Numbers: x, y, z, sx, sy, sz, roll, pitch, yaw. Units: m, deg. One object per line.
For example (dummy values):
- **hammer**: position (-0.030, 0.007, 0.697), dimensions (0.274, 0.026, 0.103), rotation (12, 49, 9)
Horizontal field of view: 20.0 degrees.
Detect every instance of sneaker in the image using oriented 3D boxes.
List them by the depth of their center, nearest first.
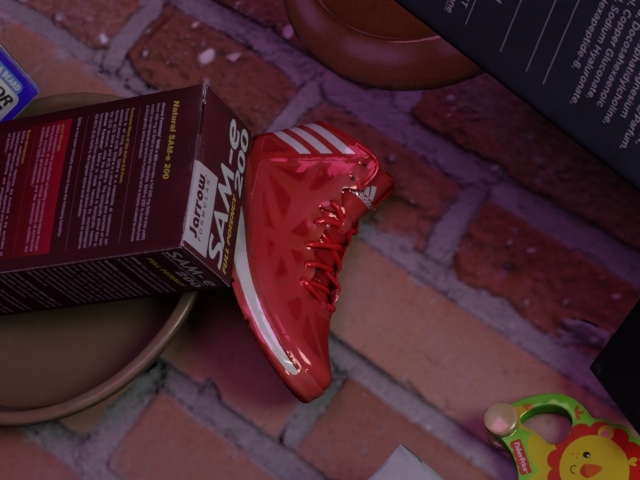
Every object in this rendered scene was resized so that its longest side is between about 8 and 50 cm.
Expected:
- **sneaker**: position (0.000, 0.000, 1.295), dimensions (0.128, 0.087, 0.221), rotation (-24, 61, 7)

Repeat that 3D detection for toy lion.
- **toy lion**: position (0.166, 0.145, 1.201), dimensions (0.096, 0.034, 0.100), rotation (-18, 60, 0)

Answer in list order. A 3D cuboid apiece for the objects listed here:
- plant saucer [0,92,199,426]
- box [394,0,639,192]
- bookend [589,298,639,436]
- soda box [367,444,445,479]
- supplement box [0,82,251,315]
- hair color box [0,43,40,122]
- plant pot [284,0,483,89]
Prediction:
- **plant saucer**: position (-0.205, 0.015, 1.374), dimensions (0.278, 0.041, 0.277), rotation (-9, 62, 16)
- **box**: position (0.295, -0.160, 1.131), dimensions (0.293, 0.212, 0.395), rotation (-16, 47, -42)
- **bookend**: position (0.283, 0.049, 1.175), dimensions (0.072, 0.156, 0.157), rotation (56, 134, 31)
- **soda box**: position (-0.003, 0.272, 1.153), dimensions (0.286, 0.091, 0.098), rotation (-45, 60, -7)
- **supplement box**: position (-0.175, -0.024, 1.299), dimensions (0.239, 0.073, 0.130), rotation (-7, 61, 27)
- **hair color box**: position (-0.402, -0.057, 1.415), dimensions (0.339, 0.110, 0.185), rotation (-46, 42, -10)
- **plant pot**: position (0.079, -0.227, 1.415), dimensions (0.236, 0.032, 0.236), rotation (-8, 61, 14)
